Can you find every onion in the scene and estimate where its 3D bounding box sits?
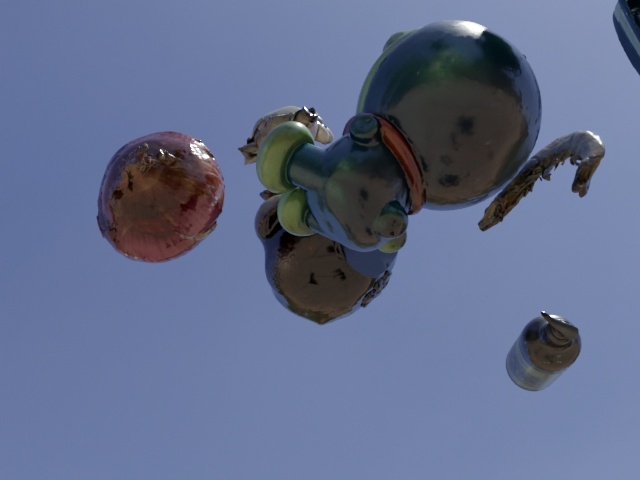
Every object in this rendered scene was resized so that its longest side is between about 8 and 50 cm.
[{"bbox_3d":[-0.268,-0.079,1.171,0.230,0.230,0.163,-13,-18,9],"label":"onion"}]

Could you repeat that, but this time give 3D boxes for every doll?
[{"bbox_3d":[0.104,-0.104,0.770,0.322,0.186,0.198,-43,-38,-12],"label":"doll"},{"bbox_3d":[-0.051,-0.177,1.221,0.149,0.192,0.095,-23,-84,14],"label":"doll"}]

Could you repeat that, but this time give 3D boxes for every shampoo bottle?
[{"bbox_3d":[0.397,0.191,1.292,0.101,0.101,0.284,-5,-23,2],"label":"shampoo bottle"}]

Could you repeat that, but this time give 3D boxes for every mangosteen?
[{"bbox_3d":[0.004,0.001,1.322,0.288,0.287,0.233,26,-29,-27],"label":"mangosteen"}]

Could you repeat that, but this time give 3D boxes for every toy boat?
[{"bbox_3d":[0.579,-0.284,1.204,0.096,0.299,0.061,-13,-24,-15],"label":"toy boat"}]

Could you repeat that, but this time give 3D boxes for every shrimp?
[{"bbox_3d":[0.295,-0.068,0.969,0.035,0.148,0.195,40,-78,-21],"label":"shrimp"}]
